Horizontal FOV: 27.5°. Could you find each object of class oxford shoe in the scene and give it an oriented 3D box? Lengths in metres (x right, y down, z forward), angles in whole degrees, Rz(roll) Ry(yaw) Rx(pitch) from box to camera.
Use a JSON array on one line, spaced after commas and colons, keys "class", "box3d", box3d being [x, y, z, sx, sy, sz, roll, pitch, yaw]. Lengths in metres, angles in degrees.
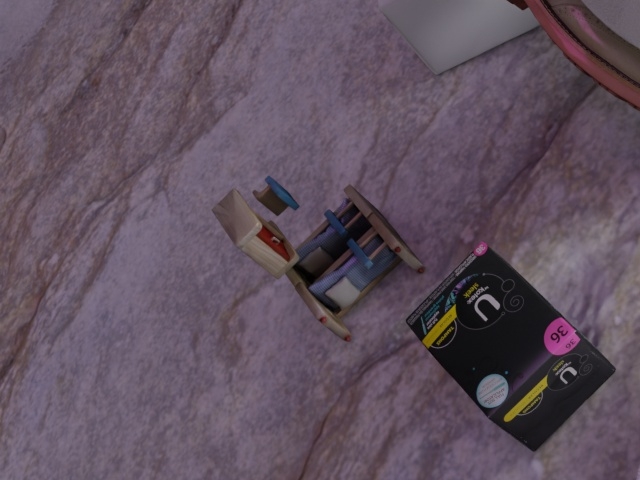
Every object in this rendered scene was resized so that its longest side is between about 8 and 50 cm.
[{"class": "oxford shoe", "box3d": [0.296, -0.254, 1.350, 0.397, 0.140, 0.146, 45, 107, 15]}]

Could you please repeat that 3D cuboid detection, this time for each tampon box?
[{"class": "tampon box", "box3d": [0.189, 0.106, 1.316, 0.120, 0.101, 0.161, -47, 44, 5]}]

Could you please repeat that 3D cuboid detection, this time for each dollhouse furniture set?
[{"class": "dollhouse furniture set", "box3d": [0.000, 0.000, 1.479, 0.129, 0.183, 0.129, -44, 44, 6]}]

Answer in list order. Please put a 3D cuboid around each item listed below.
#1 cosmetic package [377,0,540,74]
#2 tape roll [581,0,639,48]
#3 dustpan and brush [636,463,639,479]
[{"class": "cosmetic package", "box3d": [0.253, -0.388, 1.560, 0.385, 0.156, 0.217, -23, 50, 27]}, {"class": "tape roll", "box3d": [0.418, -0.330, 1.295, 0.392, 0.072, 0.392, 1, 61, -3]}, {"class": "dustpan and brush", "box3d": [0.320, 0.248, 1.146, 0.147, 0.060, 0.211, 25, 79, 45]}]
